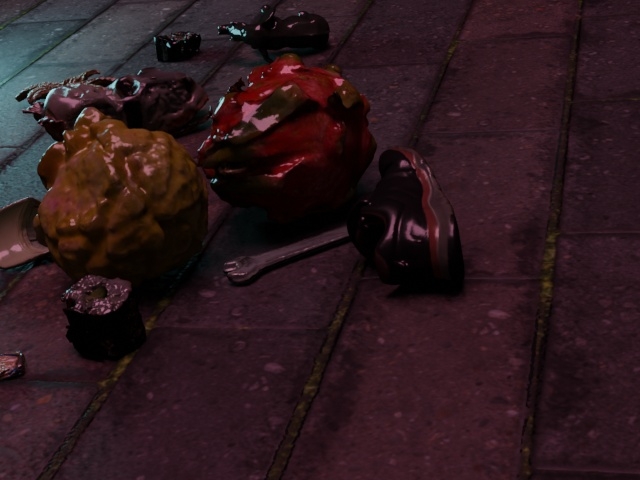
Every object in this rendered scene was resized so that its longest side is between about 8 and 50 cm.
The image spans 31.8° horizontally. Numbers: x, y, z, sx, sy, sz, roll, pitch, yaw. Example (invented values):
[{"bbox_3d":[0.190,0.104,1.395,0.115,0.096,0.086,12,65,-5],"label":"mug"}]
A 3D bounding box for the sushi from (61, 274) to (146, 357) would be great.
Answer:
[{"bbox_3d":[-0.269,0.091,1.404,0.094,0.084,0.098,10,35,28],"label":"sushi"}]

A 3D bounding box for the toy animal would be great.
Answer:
[{"bbox_3d":[-0.093,-0.454,2.397,0.245,0.115,0.146,-16,27,-14],"label":"toy animal"}]

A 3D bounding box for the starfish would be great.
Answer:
[{"bbox_3d":[-0.518,-0.317,2.332,0.227,0.043,0.240,3,25,17],"label":"starfish"}]

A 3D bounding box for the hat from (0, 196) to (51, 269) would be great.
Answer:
[{"bbox_3d":[-0.411,-0.007,1.672,0.166,0.081,0.122,-29,69,-8],"label":"hat"}]

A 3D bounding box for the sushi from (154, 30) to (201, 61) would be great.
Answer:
[{"bbox_3d":[-0.310,-0.435,2.496,0.084,0.056,0.083,4,22,26],"label":"sushi"}]

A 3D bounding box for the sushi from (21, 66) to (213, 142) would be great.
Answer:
[{"bbox_3d":[-0.358,-0.234,2.022,0.332,0.130,0.124,-20,29,-23],"label":"sushi"}]

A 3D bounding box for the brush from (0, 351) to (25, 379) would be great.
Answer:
[{"bbox_3d":[-0.445,0.168,1.381,0.164,0.014,0.051,-13,26,-8],"label":"brush"}]

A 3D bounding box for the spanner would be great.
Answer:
[{"bbox_3d":[0.000,0.000,1.579,0.302,0.017,0.071,-19,28,-22],"label":"spanner"}]

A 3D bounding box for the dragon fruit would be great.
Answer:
[{"bbox_3d":[-0.053,-0.146,1.646,0.237,0.231,0.302,20,37,35],"label":"dragon fruit"}]

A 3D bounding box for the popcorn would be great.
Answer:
[{"bbox_3d":[-0.268,-0.051,1.544,0.259,0.212,0.259,-18,57,30],"label":"popcorn"}]

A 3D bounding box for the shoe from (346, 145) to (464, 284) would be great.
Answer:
[{"bbox_3d":[0.104,-0.025,1.506,0.137,0.114,0.291,-14,30,0],"label":"shoe"}]
